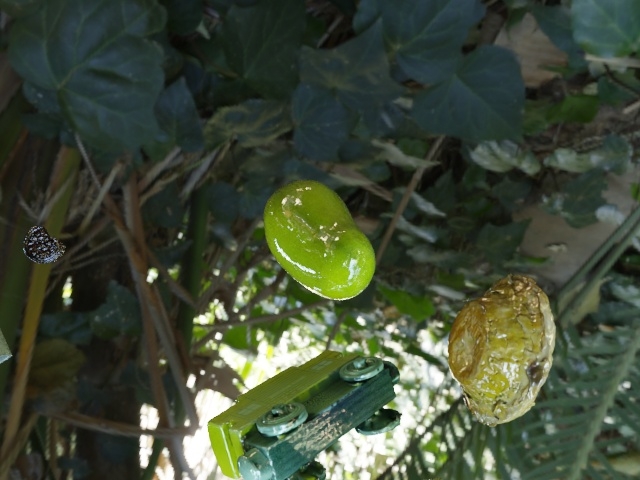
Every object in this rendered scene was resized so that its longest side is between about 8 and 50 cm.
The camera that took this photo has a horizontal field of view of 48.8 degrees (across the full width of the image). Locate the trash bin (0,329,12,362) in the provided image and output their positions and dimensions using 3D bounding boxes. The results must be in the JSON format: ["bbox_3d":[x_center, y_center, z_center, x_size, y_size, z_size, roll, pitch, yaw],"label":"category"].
[{"bbox_3d":[-0.630,0.165,1.268,0.059,0.130,0.116,-31,170,11],"label":"trash bin"}]

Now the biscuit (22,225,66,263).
[{"bbox_3d":[-0.599,0.008,1.527,0.089,0.087,0.027,-9,169,-2],"label":"biscuit"}]

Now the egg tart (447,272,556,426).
[{"bbox_3d":[0.320,0.200,1.328,0.116,0.295,0.295,13,166,-19],"label":"egg tart"}]

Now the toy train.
[{"bbox_3d":[-0.031,0.374,1.517,0.442,0.179,0.272,-24,-166,-39],"label":"toy train"}]

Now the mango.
[{"bbox_3d":[0.000,0.000,1.192,0.143,0.175,0.293,-12,-151,-24],"label":"mango"}]

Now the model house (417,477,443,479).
[{"bbox_3d":[0.122,0.520,1.227,0.194,0.170,0.211,-21,161,40],"label":"model house"}]
